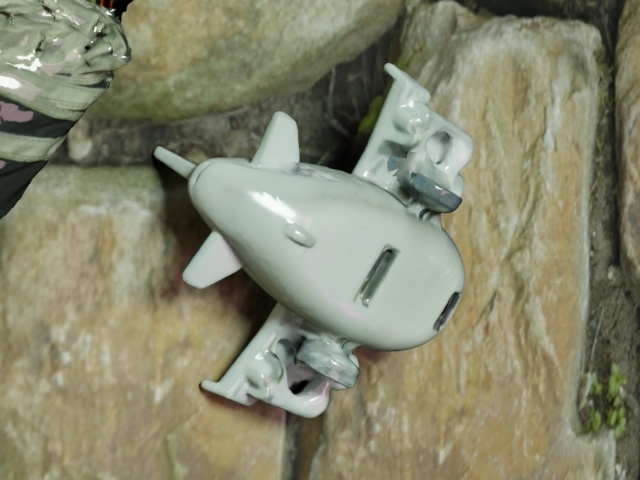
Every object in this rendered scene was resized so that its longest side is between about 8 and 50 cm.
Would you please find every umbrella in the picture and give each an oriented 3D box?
[{"bbox_3d":[-0.243,-0.004,0.954,0.113,0.106,0.358,38,87,-34],"label":"umbrella"}]

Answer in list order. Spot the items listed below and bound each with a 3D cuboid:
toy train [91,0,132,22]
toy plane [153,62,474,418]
[{"bbox_3d":[-0.148,-0.255,0.995,0.160,0.100,0.296,-25,131,-46],"label":"toy train"},{"bbox_3d":[0.004,0.002,1.218,0.266,0.122,0.267,-18,123,-31],"label":"toy plane"}]
